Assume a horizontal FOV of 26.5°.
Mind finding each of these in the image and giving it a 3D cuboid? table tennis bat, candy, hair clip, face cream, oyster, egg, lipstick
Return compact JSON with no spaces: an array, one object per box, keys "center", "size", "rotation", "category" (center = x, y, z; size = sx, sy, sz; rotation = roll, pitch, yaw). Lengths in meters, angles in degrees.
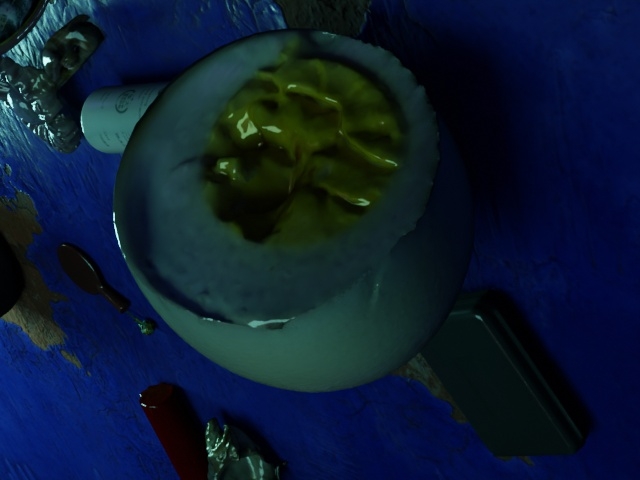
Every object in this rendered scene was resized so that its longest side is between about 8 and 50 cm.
[{"center":[-0.370,0.063,2.196],"size":[0.155,0.019,0.098],"rotation":[39,147,13],"category":"table tennis bat"},{"center":[-0.297,0.124,2.184],"size":[0.083,0.025,0.023],"rotation":[36,105,27],"category":"candy"},{"center":[-0.373,-0.211,1.842],"size":[0.173,0.069,0.300],"rotation":[46,148,-4],"category":"hair clip"},{"center":[-0.172,-0.151,1.667],"size":[0.311,0.092,0.092],"rotation":[4,130,47],"category":"face cream"},{"center":[-0.124,0.448,2.241],"size":[0.198,0.133,0.337],"rotation":[-135,36,-53],"category":"oyster"},{"center":[0.000,0.000,1.444],"size":[0.354,0.354,0.340],"rotation":[24,164,29],"category":"egg"},{"center":[-0.223,0.366,2.327],"size":[0.073,0.073,0.279],"rotation":[7,131,44],"category":"lipstick"}]

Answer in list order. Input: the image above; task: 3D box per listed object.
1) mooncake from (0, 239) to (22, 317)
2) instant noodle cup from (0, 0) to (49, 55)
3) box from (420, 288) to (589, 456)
[{"center":[-0.662,0.041,2.382],"size":[0.283,0.141,0.283],"rotation":[31,147,23],"category":"mooncake"},{"center":[-0.489,-0.370,1.672],"size":[0.255,0.244,0.244],"rotation":[32,146,30],"category":"instant noodle cup"},{"center":[0.211,0.164,1.638],"size":[0.160,0.050,0.230],"rotation":[-14,117,54],"category":"box"}]
